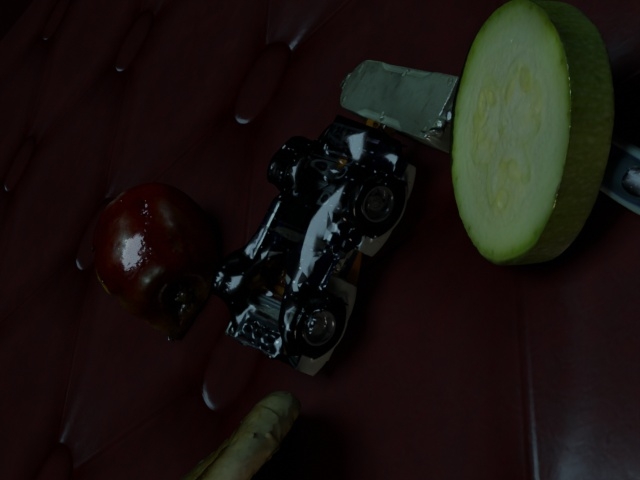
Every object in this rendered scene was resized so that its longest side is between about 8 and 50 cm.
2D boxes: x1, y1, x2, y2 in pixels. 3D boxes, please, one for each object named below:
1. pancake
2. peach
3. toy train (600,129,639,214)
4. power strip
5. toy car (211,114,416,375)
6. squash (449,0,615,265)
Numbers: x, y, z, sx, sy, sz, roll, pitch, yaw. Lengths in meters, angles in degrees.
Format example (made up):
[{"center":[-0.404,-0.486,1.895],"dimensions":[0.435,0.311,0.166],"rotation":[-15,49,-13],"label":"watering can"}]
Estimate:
[{"center":[-0.149,0.279,1.324],"dimensions":[0.356,0.065,0.356],"rotation":[-38,-4,-3],"label":"pancake"},{"center":[-0.239,-0.007,1.806],"dimensions":[0.154,0.159,0.267],"rotation":[-45,30,19],"label":"peach"},{"center":[0.262,-0.072,1.121],"dimensions":[0.055,0.048,0.252],"rotation":[-59,28,11],"label":"toy train"},{"center":[0.097,-0.164,1.475],"dimensions":[0.080,0.048,0.286],"rotation":[-60,28,0],"label":"power strip"},{"center":[0.002,0.000,1.424],"dimensions":[0.193,0.118,0.301],"rotation":[26,88,53],"label":"toy car"},{"center":[0.191,-0.102,1.181],"dimensions":[0.252,0.049,0.252],"rotation":[-179,90,-71],"label":"squash"}]
